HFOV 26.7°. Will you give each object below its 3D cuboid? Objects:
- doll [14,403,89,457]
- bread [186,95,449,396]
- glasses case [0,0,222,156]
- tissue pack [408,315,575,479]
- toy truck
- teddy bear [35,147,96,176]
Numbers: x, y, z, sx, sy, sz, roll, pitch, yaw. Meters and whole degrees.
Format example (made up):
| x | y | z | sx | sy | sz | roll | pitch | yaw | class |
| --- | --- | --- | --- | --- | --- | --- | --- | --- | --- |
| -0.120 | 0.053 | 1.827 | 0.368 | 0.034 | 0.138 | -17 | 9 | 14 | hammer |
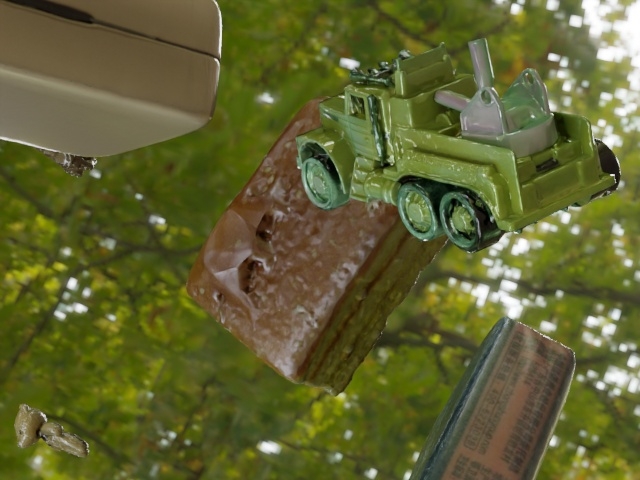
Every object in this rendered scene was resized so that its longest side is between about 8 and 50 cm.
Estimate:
| x | y | z | sx | sy | sz | roll | pitch | yaw | class |
| --- | --- | --- | --- | --- | --- | --- | --- | --- | --- |
| -0.321 | 0.228 | 1.615 | 0.061 | 0.093 | 0.051 | 102 | 175 | -59 | doll |
| 0.000 | 0.000 | 1.246 | 0.110 | 0.184 | 0.234 | 28 | -82 | -50 | bread |
| -0.221 | -0.117 | 0.688 | 0.336 | 0.144 | 0.076 | 12 | -103 | -39 | glasses case |
| 0.110 | 0.248 | 1.171 | 0.315 | 0.103 | 0.228 | -57 | -10 | -39 | tissue pack |
| 0.089 | -0.085 | 1.003 | 0.128 | 0.259 | 0.135 | -23 | -71 | -28 | toy truck |
| -0.322 | -0.240 | 1.442 | 0.246 | 0.296 | 0.222 | -44 | -35 | -9 | teddy bear |
